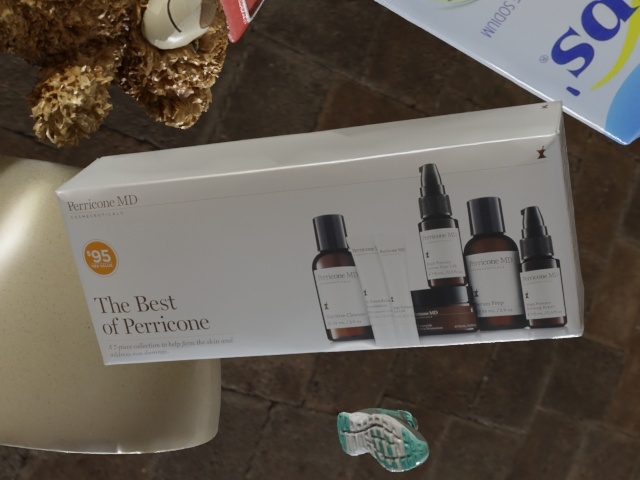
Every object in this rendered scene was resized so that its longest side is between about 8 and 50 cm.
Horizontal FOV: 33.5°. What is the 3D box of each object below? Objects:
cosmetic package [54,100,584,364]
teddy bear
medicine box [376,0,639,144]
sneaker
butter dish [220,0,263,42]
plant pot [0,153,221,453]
[{"bbox_3d":[0.000,0.000,0.511,0.060,0.239,0.099,-54,136,-65],"label":"cosmetic package"},{"bbox_3d":[-0.206,-0.194,0.785,0.338,0.113,0.245,28,45,-25],"label":"teddy bear"},{"bbox_3d":[0.165,-0.252,0.690,0.289,0.149,0.263,26,124,-19],"label":"medicine box"},{"bbox_3d":[0.085,0.217,1.213,0.076,0.166,0.065,-11,98,-26],"label":"sneaker"},{"bbox_3d":[-0.122,-0.359,1.328,0.160,0.118,0.160,-62,163,-19],"label":"butter dish"},{"bbox_3d":[-0.205,0.036,0.831,0.284,0.284,0.191,9,92,-35],"label":"plant pot"}]
